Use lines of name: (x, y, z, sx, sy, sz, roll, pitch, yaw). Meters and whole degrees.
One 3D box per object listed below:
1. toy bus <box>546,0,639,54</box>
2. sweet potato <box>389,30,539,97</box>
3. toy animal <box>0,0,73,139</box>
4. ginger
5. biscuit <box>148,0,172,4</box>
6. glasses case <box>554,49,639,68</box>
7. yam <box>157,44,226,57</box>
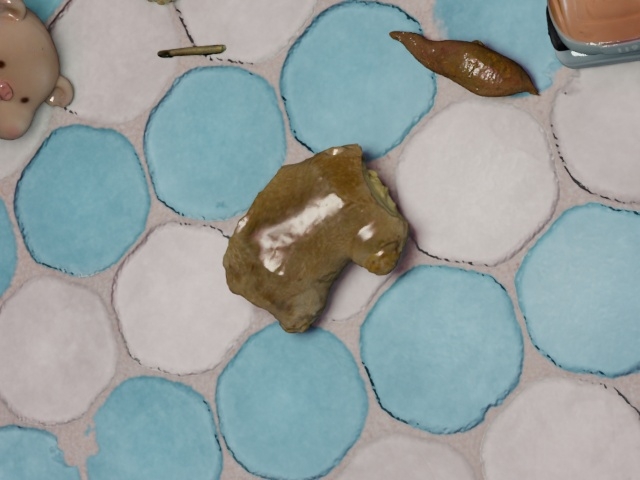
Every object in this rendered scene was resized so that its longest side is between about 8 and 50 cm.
toy bus: (0.349, -0.375, 1.611, 0.194, 0.232, 0.287, -9, 63, 21)
sweet potato: (0.184, -0.239, 1.766, 0.226, 0.068, 0.068, 24, 95, 20)
toy animal: (-0.510, -0.256, 1.950, 0.229, 0.210, 0.221, -43, 49, -11)
ginger: (0.000, 0.000, 1.784, 0.221, 0.130, 0.275, 22, 100, 10)
biscuit: (-0.230, -0.428, 1.920, 0.082, 0.070, 0.168, 16, 95, 23)
glasses case: (0.388, -0.263, 1.703, 0.178, 0.045, 0.067, -6, 83, 20)
yam: (-0.188, -0.274, 1.924, 0.107, 0.014, 0.014, -2, 86, 19)
